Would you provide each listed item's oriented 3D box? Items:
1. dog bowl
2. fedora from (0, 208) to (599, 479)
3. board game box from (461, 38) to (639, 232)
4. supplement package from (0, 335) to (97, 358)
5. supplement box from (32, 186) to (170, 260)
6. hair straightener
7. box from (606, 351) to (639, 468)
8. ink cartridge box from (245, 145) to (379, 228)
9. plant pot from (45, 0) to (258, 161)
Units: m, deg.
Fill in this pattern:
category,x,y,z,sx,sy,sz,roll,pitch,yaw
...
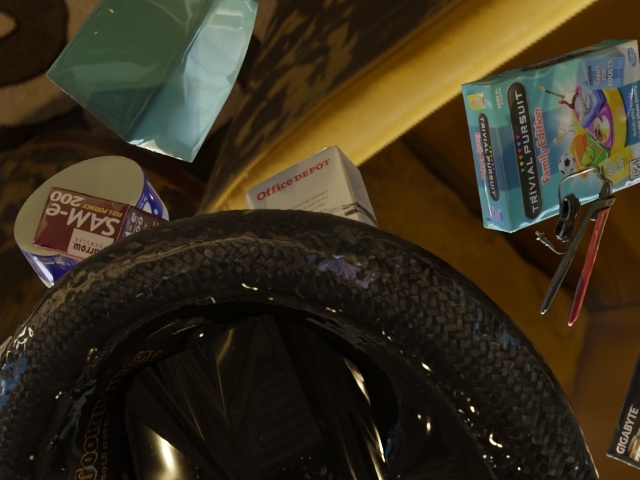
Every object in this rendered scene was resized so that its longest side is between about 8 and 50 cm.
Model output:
category,x,y,z,sx,sy,sz,roll,pitch,yaw
dog bowl,-0.419,-0.032,1.885,0.264,0.265,0.104,-6,135,20
fedora,-0.011,0.134,0.532,0.333,0.152,0.334,3,106,9
board game box,0.417,-0.186,1.786,0.079,0.336,0.254,16,122,59
supplement package,-0.476,0.252,1.872,0.244,0.139,0.134,-7,113,22
supplement box,-0.191,0.014,1.180,0.130,0.073,0.239,13,173,35
hair straightener,0.332,0.001,1.391,0.089,0.047,0.231,19,119,18
box,0.503,0.127,1.423,0.073,0.295,0.293,24,119,24
ink cartridge box,0.000,0.000,1.354,0.148,0.203,0.086,-26,146,17
plant pot,-0.203,-0.255,1.356,0.165,0.165,0.234,38,100,21
